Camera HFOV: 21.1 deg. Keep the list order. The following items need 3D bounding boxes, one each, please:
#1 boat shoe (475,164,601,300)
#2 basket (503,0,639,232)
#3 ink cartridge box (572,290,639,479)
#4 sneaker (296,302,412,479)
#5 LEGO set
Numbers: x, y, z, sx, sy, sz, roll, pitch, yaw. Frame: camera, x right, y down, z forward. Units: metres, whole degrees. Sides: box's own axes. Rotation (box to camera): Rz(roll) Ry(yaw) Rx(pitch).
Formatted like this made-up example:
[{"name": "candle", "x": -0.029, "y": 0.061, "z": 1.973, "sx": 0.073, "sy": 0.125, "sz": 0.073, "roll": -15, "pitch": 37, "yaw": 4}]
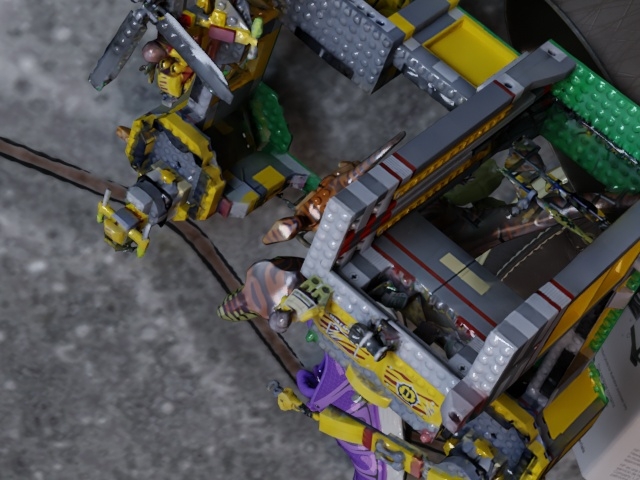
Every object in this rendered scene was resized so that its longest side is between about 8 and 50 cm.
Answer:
[{"name": "boat shoe", "x": 0.183, "y": -0.013, "z": 0.990, "sx": 0.223, "sy": 0.073, "sz": 0.080, "roll": -35, "pitch": 126, "yaw": 17}, {"name": "basket", "x": 0.237, "y": -0.097, "z": 0.872, "sx": 0.227, "sy": 0.204, "sz": 0.154, "roll": -23, "pitch": 128, "yaw": -3}, {"name": "ink cartridge box", "x": 0.268, "y": 0.075, "z": 1.069, "sx": 0.148, "sy": 0.086, "sz": 0.203, "roll": 22, "pitch": 121, "yaw": -26}, {"name": "sneaker", "x": 0.022, "y": 0.103, "z": 1.076, "sx": 0.071, "sy": 0.068, "sz": 0.170, "roll": 0, "pitch": 121, "yaw": 9}, {"name": "LEGO set", "x": 0.000, "y": 0.000, "z": 0.786, "sx": 0.331, "sy": 0.192, "sz": 0.255, "roll": 46, "pitch": 140, "yaw": 9}]
